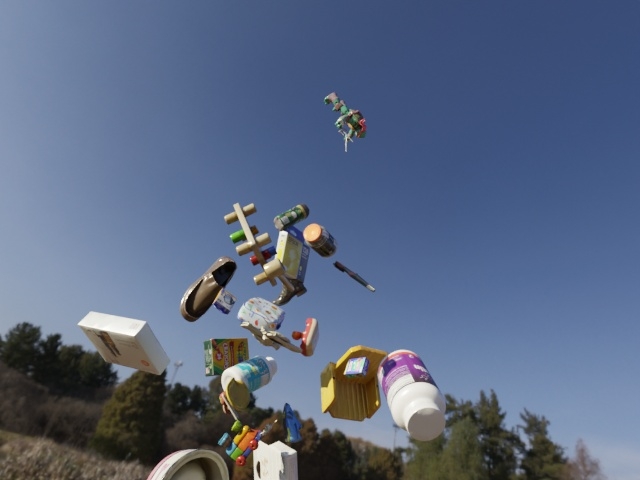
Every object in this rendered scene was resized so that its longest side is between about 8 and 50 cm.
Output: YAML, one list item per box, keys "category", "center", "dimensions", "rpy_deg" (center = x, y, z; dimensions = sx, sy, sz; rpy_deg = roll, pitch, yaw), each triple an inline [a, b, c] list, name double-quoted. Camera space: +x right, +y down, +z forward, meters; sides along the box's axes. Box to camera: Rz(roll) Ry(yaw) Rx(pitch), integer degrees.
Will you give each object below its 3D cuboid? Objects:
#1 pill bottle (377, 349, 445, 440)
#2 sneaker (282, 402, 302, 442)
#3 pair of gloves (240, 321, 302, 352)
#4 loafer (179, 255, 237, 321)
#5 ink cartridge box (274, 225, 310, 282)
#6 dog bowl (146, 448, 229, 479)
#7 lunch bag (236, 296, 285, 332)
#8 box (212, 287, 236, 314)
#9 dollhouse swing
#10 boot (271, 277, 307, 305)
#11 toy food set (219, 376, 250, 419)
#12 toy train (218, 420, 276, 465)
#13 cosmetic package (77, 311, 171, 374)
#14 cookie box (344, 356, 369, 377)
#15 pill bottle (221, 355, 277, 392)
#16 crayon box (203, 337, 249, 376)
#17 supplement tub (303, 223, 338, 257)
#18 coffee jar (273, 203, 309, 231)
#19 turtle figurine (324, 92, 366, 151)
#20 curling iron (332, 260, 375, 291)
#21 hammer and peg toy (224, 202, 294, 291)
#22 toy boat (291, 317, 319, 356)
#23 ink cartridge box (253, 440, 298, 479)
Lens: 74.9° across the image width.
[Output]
- category: "pill bottle"
  center: [0.317, 0.531, 1.451]
  dimensions: [0.182, 0.181, 0.323]
  rpy_deg: [19, 12, -9]
- category: "sneaker"
  center: [-0.137, 0.882, 2.025]
  dimensions: [0.082, 0.209, 0.069]
  rpy_deg: [7, -63, -16]
- category: "pair of gloves"
  center: [-0.215, 0.418, 1.769]
  dimensions: [0.240, 0.042, 0.204]
  rpy_deg: [0, -37, 45]
- category: "loafer"
  center: [-0.520, 0.213, 1.960]
  dimensions: [0.134, 0.366, 0.130]
  rpy_deg: [40, -27, -18]
- category: "ink cartridge box"
  center: [-0.155, 0.065, 2.425]
  dimensions: [0.072, 0.307, 0.303]
  rpy_deg: [4, -15, 27]
- category: "dog bowl"
  center: [-0.621, 1.150, 1.898]
  dimensions: [0.150, 0.408, 0.408]
  rpy_deg: [-6, -35, 39]
- category: "lunch bag"
  center: [-0.326, 0.430, 2.369]
  dimensions: [0.243, 0.115, 0.303]
  rpy_deg: [28, 8, 5]
- category: "box"
  center: [-0.417, 0.267, 1.820]
  dimensions: [0.081, 0.136, 0.028]
  rpy_deg: [38, -76, -11]
- category: "dollhouse swing"
  center: [0.229, 0.813, 2.364]
  dimensions: [0.347, 0.315, 0.305]
  rpy_deg: [22, -44, -29]
- category: "boot"
  center: [-0.226, 0.261, 2.581]
  dimensions: [0.229, 0.263, 0.091]
  rpy_deg: [64, -9, -12]
- category: "toy food set"
  center: [-0.369, 0.658, 1.733]
  dimensions: [0.071, 0.218, 0.128]
  rpy_deg: [-34, -90, 9]
- category: "toy train"
  center: [-0.312, 0.814, 1.776]
  dimensions: [0.143, 0.248, 0.105]
  rpy_deg: [37, 4, 2]
- category: "cosmetic package"
  center: [-0.949, 0.498, 2.030]
  dimensions: [0.377, 0.097, 0.284]
  rpy_deg: [3, -50, 24]
- category: "cookie box"
  center: [0.181, 0.637, 2.092]
  dimensions: [0.107, 0.092, 0.040]
  rpy_deg: [-21, -61, 36]
- category: "pill bottle"
  center: [-0.329, 0.643, 2.000]
  dimensions: [0.146, 0.146, 0.264]
  rpy_deg: [-13, -2, 37]
- category: "crayon box"
  center: [-0.528, 0.681, 2.465]
  dimensions: [0.081, 0.202, 0.319]
  rpy_deg: [-22, -22, 36]
- category: "supplement tub"
  center: [0.000, 0.000, 2.057]
  dimensions: [0.117, 0.117, 0.190]
  rpy_deg: [-3, -26, 26]
- category: "coffee jar"
  center: [-0.147, -0.122, 2.180]
  dimensions: [0.079, 0.184, 0.096]
  rpy_deg: [56, -30, 8]
- category: "turtle figurine"
  center: [0.106, -0.442, 1.573]
  dimensions: [0.118, 0.234, 0.175]
  rpy_deg: [-29, -23, 4]
- category: "curling iron"
  center: [0.169, 0.176, 2.084]
  dimensions: [0.274, 0.035, 0.068]
  rpy_deg: [32, -8, 35]
- category: "hammer and peg toy"
  center: [-0.227, 0.056, 1.553]
  dimensions: [0.127, 0.361, 0.266]
  rpy_deg: [-26, -42, -6]
- category: "toy boat"
  center: [-0.094, 0.557, 2.442]
  dimensions: [0.151, 0.231, 0.151]
  rpy_deg: [7, -53, 13]
- category: "ink cartridge box"
  center: [-0.208, 1.086, 1.937]
  dimensions: [0.066, 0.296, 0.261]
  rpy_deg: [-3, 1, -43]
